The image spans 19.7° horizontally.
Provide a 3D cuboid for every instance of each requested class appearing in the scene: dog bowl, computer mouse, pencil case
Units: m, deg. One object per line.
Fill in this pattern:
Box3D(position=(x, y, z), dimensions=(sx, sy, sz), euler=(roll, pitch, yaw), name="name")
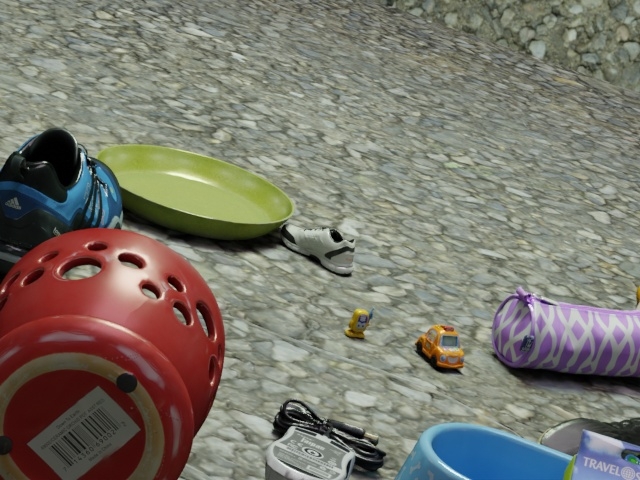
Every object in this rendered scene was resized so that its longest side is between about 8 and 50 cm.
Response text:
Box3D(position=(0.200, 0.236, 1.528), dimensions=(0.297, 0.074, 0.166), euler=(20, 18, 10), name="dog bowl")
Box3D(position=(-0.009, 0.187, 1.547), dimensions=(0.106, 0.042, 0.193), euler=(24, 13, 8), name="computer mouse")
Box3D(position=(0.284, 0.101, 1.996), dimensions=(0.206, 0.088, 0.086), euler=(8, 13, -30), name="pencil case")

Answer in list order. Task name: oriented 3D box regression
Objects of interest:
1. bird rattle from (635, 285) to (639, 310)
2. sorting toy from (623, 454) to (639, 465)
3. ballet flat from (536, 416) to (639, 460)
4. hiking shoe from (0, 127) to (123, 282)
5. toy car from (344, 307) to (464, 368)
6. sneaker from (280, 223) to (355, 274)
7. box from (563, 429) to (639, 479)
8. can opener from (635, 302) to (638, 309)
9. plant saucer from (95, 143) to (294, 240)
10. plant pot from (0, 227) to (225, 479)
Box3D(position=(0.458, 0.113, 2.082), dimensions=(0.207, 0.143, 0.253), euler=(-5, 51, 8), name="bird rattle")
Box3D(position=(0.274, 0.229, 1.689), dimensions=(0.102, 0.042, 0.061), euler=(30, 34, 4), name="sorting toy")
Box3D(position=(0.276, 0.202, 1.778), dimensions=(0.173, 0.049, 0.057), euler=(0, 56, -34), name="ballet flat")
Box3D(position=(-0.260, -0.054, 1.899), dimensions=(0.113, 0.132, 0.304), euler=(17, 17, 2), name="hiking shoe")
Box3D(position=(0.091, 0.099, 1.904), dimensions=(0.122, 0.040, 0.060), euler=(13, 18, -14), name="toy car")
Box3D(position=(0.000, 0.000, 2.123), dimensions=(0.109, 0.043, 0.040), euler=(26, 22, 33), name="sneaker")
Box3D(position=(0.229, 0.244, 1.411), dimensions=(0.109, 0.042, 0.178), euler=(17, 58, 1), name="box")
Box3D(position=(0.508, 0.110, 2.195), dimensions=(0.280, 0.074, 0.093), euler=(25, 19, 25), name="can opener")
Box3D(position=(-0.151, -0.052, 2.155), dimensions=(0.241, 0.037, 0.241), euler=(16, 18, -5), name="plant saucer")
Box3D(position=(-0.175, 0.105, 1.400), dimensions=(0.191, 0.191, 0.174), euler=(16, 21, -2), name="plant pot")
